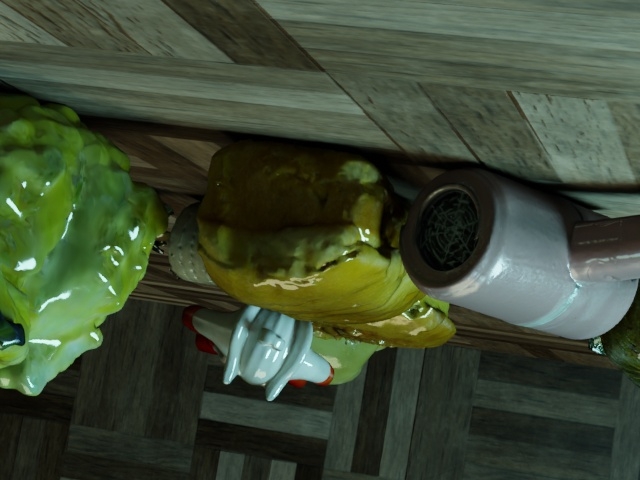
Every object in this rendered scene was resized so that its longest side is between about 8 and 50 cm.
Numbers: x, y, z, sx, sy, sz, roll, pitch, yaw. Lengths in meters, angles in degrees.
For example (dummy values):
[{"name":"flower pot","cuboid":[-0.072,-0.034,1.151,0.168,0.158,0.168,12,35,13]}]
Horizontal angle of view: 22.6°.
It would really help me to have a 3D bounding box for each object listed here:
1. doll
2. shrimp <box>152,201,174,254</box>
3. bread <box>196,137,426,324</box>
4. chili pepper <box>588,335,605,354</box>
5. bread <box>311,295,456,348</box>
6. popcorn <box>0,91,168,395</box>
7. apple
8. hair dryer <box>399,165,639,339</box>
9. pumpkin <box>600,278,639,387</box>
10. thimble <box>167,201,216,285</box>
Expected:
[{"name":"doll","cuboid":[-0.069,0.119,1.807,0.188,0.099,0.384,21,175,-4]},{"name":"shrimp","cuboid":[-0.328,-0.043,1.962,0.185,0.068,0.287,18,171,-42]},{"name":"bread","cuboid":[0.002,0.006,1.558,0.195,0.149,0.344,8,174,15]},{"name":"chili pepper","cuboid":[0.485,0.118,2.079,0.264,0.116,0.148,8,-175,15]},{"name":"bread","cuboid":[0.030,0.041,1.855,0.268,0.146,0.268,11,170,2]},{"name":"popcorn","cuboid":[-0.283,0.002,1.441,0.237,0.293,0.293,-18,158,36]},{"name":"apple","cuboid":[0.013,0.119,2.369,0.200,0.200,0.200,9,173,1]},{"name":"hair dryer","cuboid":[0.262,-0.003,1.387,0.352,0.125,0.210,-11,159,44]},{"name":"pumpkin","cuboid":[0.419,0.097,1.784,0.219,0.162,0.219,32,166,9]},{"name":"thimble","cuboid":[-0.123,0.006,1.933,0.090,0.102,0.115,7,166,24]}]
